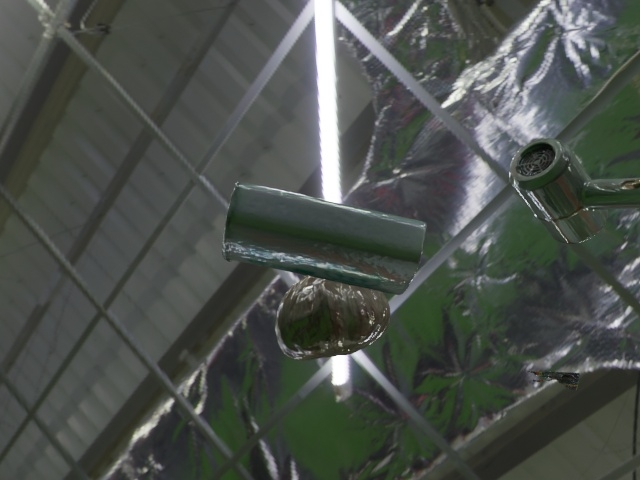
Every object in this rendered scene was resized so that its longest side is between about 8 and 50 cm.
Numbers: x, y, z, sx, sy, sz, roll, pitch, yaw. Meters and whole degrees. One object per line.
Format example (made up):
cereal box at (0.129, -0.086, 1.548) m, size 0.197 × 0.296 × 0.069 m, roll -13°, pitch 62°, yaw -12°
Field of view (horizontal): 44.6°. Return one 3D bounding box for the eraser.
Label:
eraser at (0.000, 0.000, 1.184) m, size 0.290 × 0.104 × 0.189 m, roll 12°, pitch -24°, yaw -1°

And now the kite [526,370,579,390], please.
kite at (0.384, 0.222, 1.260) m, size 0.122 × 0.090 × 0.004 m, roll -162°, pitch -113°, yaw -69°

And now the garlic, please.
garlic at (0.009, 0.102, 1.392) m, size 0.219 × 0.219 × 0.212 m, roll -25°, pitch -109°, yaw 34°

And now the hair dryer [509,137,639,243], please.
hair dryer at (0.480, -0.083, 1.198) m, size 0.357 × 0.107 × 0.173 m, roll -1°, pitch -34°, yaw 45°
